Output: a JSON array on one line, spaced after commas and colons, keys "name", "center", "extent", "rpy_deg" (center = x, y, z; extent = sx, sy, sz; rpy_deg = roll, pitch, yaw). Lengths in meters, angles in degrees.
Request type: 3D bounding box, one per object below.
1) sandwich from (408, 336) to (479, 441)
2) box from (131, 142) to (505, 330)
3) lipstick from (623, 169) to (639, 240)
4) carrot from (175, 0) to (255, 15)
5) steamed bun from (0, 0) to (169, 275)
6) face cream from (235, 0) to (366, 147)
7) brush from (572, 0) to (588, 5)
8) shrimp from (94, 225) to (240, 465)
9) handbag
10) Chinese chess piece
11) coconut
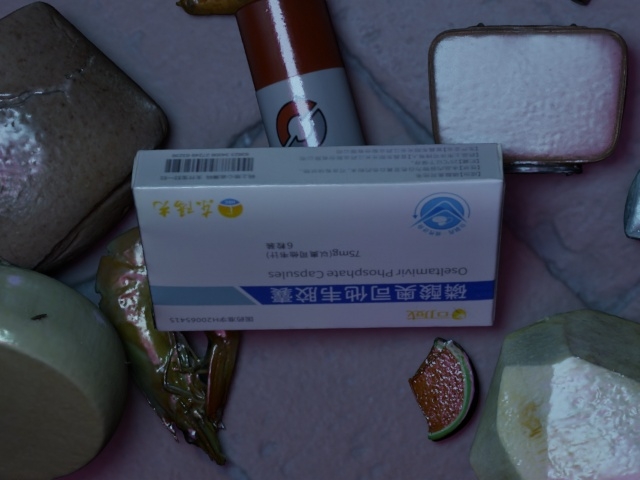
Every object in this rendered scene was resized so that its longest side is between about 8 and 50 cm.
[{"name": "sandwich", "center": [0.129, 0.150, 1.446], "extent": [0.069, 0.026, 0.101], "rpy_deg": [-21, 86, 16]}, {"name": "box", "center": [0.000, 0.000, 1.360], "extent": [0.343, 0.065, 0.200], "rpy_deg": [-1, 134, 2]}, {"name": "lipstick", "center": [0.437, -0.008, 1.346], "extent": [0.289, 0.077, 0.076], "rpy_deg": [11, 96, 11]}, {"name": "carrot", "center": [-0.034, -0.274, 1.440], "extent": [0.247, 0.059, 0.059], "rpy_deg": [-19, 89, 15]}, {"name": "steamed bun", "center": [-0.328, -0.085, 1.434], "extent": [0.301, 0.199, 0.251], "rpy_deg": [-41, 85, 11]}, {"name": "face cream", "center": [-0.015, -0.139, 1.421], "extent": [0.095, 0.096, 0.214], "rpy_deg": [-15, 90, 12]}, {"name": "brush", "center": [0.285, -0.391, 1.366], "extent": [0.050, 0.060, 0.321], "rpy_deg": [19, 97, 22]}, {"name": "shrimp", "center": [-0.144, 0.110, 1.483], "extent": [0.145, 0.061, 0.267], "rpy_deg": [-18, 87, 3]}, {"name": "handbag", "center": [0.203, -0.138, 1.390], "extent": [0.193, 0.072, 0.151], "rpy_deg": [3, 94, 10]}, {"name": "Chinese chess piece", "center": [-0.327, 0.138, 1.431], "extent": [0.273, 0.102, 0.273], "rpy_deg": [4, 137, 4]}, {"name": "coconut", "center": [0.254, 0.181, 1.336], "extent": [0.236, 0.197, 0.237], "rpy_deg": [-2, 83, 17]}]
